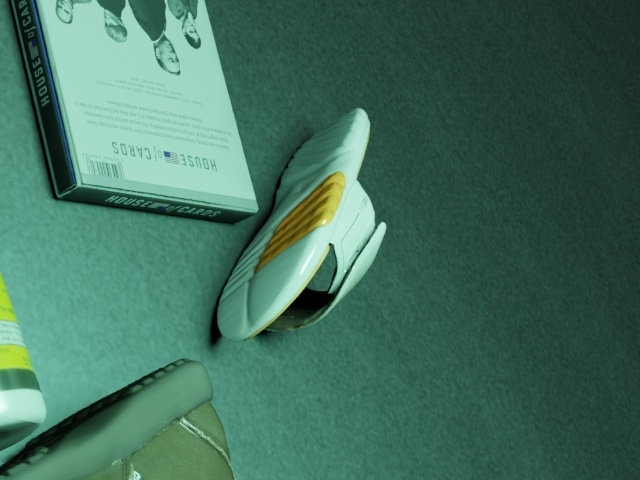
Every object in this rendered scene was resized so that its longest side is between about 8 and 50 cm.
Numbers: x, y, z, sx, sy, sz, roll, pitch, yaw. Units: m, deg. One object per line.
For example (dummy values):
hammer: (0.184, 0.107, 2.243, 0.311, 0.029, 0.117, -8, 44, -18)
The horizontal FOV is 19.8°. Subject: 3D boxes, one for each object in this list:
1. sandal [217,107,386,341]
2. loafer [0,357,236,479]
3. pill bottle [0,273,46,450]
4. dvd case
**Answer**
sandal: (0.008, -0.005, 1.342, 0.076, 0.102, 0.265, 46, 36, -16)
loafer: (-0.143, 0.179, 0.996, 0.130, 0.134, 0.366, 60, 35, -1)
pill bottle: (-0.236, 0.021, 1.001, 0.119, 0.119, 0.208, -5, 71, -53)
dvd case: (-0.138, -0.132, 1.308, 0.179, 0.030, 0.238, 8, 61, -49)
